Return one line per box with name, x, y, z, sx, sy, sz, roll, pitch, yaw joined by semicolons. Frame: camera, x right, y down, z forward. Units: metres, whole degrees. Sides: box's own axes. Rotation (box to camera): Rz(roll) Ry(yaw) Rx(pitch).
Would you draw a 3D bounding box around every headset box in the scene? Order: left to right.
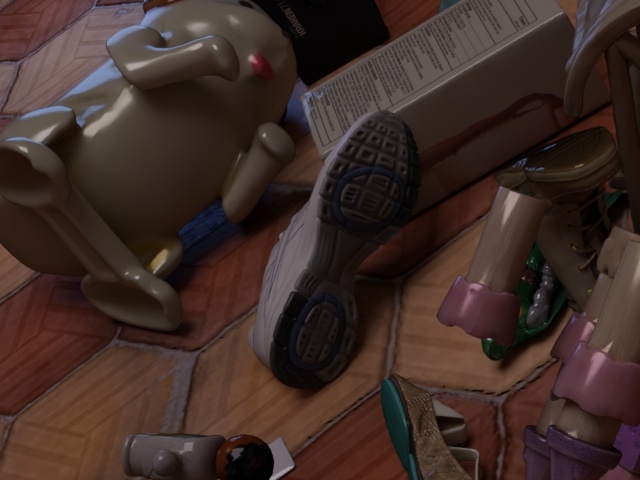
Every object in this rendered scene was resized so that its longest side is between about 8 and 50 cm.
headset box;-0.043;-0.370;2.258;0.131;0.246;0.283;-30;31;10

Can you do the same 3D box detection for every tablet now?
tablet;-0.065;0.226;1.700;0.083;0.006;0.054;-35;31;1

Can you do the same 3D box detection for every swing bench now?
swing bench;0.319;-0.174;1.620;0.165;0.255;0.253;-21;31;27

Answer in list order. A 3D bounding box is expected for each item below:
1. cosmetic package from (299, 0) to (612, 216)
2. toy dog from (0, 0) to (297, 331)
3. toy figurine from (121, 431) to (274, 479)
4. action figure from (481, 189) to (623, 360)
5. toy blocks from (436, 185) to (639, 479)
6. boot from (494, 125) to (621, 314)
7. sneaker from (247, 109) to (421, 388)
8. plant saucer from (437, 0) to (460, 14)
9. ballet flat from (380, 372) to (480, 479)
cosmetic package;0.142;-0.152;1.900;0.296;0.129;0.153;-30;31;9
toy dog;-0.185;-0.123;2.086;0.408;0.284;0.395;-49;16;-24
toy figurine;-0.096;0.273;1.474;0.148;0.213;0.209;1;43;32
action figure;0.200;0.021;1.680;0.137;0.063;0.232;-4;46;36
toy blocks;0.261;0.141;1.353;0.260;0.309;0.288;-70;21;4
boot;0.234;-0.007;1.526;0.077;0.165;0.213;-29;3;-11
sneaker;0.000;0.000;1.791;0.129;0.111;0.297;12;74;61
plant saucer;0.191;-0.302;2.159;0.119;0.021;0.119;-25;33;17
ballet flat;0.102;0.187;1.553;0.067;0.073;0.206;-7;35;-6
